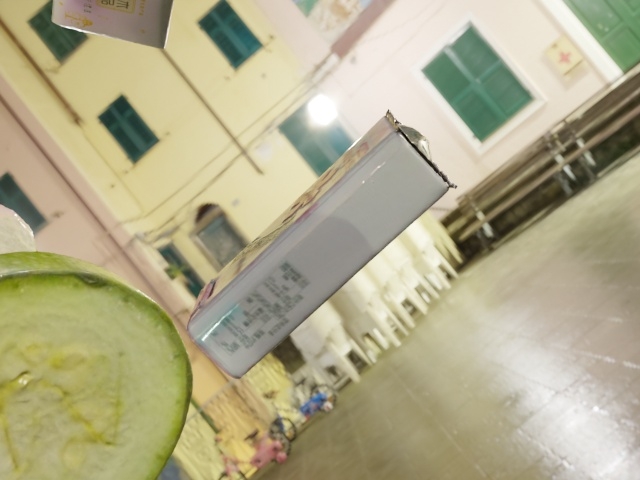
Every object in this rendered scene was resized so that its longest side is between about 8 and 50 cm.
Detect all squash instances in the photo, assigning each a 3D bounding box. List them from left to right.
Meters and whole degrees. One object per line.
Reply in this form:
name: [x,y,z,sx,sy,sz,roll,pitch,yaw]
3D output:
squash: [-0.229,0.136,0.647,0.252,0.252,0.049,-39,32,-21]

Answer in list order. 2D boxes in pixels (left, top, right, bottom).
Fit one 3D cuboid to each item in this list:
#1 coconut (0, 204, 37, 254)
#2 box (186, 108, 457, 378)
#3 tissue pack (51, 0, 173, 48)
coconut: [-0.346,0.061,0.708,0.230,0.227,0.227,15,-43,-38]
box: [0.000,0.000,1.029,0.370,0.112,0.190,-41,14,12]
tissue pack: [-0.303,-0.412,1.206,0.185,0.124,0.225,8,-24,-15]
